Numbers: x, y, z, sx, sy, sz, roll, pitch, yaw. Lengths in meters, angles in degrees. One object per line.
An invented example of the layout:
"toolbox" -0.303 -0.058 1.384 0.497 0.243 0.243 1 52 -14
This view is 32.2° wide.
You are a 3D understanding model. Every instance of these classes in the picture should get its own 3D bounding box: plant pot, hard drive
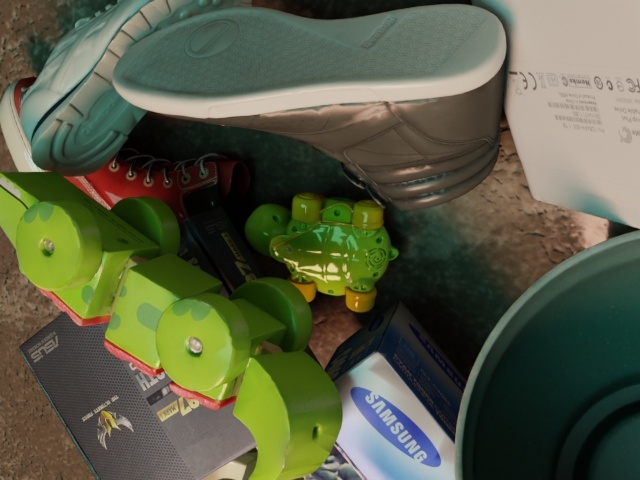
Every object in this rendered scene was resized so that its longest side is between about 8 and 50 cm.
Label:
"plant pot" 0.240 0.158 0.732 0.293 0.293 0.196 26 169 17
"hard drive" 0.150 -0.162 0.671 0.210 0.040 0.319 28 141 67

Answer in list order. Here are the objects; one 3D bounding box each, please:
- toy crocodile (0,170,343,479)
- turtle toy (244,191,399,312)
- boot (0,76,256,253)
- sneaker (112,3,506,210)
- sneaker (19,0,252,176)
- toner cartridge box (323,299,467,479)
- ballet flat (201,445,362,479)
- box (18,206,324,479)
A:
"toy crocodile" -0.123 0.048 0.813 0.340 0.115 0.105 32 110 21
"turtle toy" 0.000 0.000 0.904 0.130 0.066 0.095 8 112 8
"boot" -0.159 -0.068 0.968 0.176 0.088 0.244 -33 95 31
"sneaker" -0.004 -0.087 0.805 0.295 0.105 0.147 2 143 21
"sneaker" -0.157 -0.157 0.887 0.235 0.090 0.095 -38 50 14
"toner cartridge box" 0.136 0.218 0.875 0.075 0.165 0.348 -39 92 13
"ballet flat" -0.071 0.215 1.035 0.408 0.147 0.147 19 124 23
"box" -0.126 0.109 0.934 0.232 0.059 0.183 -34 87 30
